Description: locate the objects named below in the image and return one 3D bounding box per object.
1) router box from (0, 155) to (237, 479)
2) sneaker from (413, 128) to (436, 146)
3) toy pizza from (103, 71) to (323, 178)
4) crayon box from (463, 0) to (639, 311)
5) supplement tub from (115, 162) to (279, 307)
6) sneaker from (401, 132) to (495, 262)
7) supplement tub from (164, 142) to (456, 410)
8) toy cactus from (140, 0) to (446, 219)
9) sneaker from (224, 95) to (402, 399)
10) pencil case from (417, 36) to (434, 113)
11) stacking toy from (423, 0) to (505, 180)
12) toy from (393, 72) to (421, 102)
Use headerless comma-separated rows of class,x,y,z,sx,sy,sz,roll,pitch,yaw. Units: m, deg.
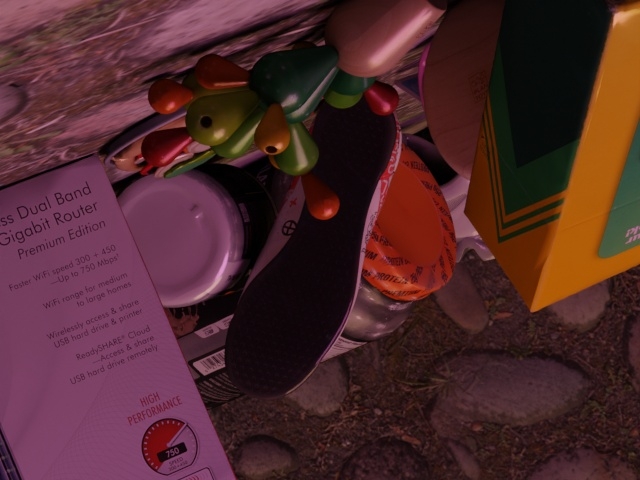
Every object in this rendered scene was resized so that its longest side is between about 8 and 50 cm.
router box,-0.252,0.140,1.361,0.335,0.301,0.082,-23,178,-22
sneaker,0.102,-0.083,2.466,0.090,0.081,0.232,-17,167,-45
toy pizza,-0.058,-0.086,1.415,0.201,0.032,0.201,-23,178,-1
crayon box,0.282,-0.137,1.252,0.363,0.106,0.313,-22,152,-17
supplement tub,-0.102,-0.007,1.697,0.117,0.117,0.190,-24,177,15
sneaker,0.058,-0.063,2.260,0.330,0.146,0.122,-1,-146,25
supplement tub,-0.046,0.031,1.984,0.338,0.207,0.207,-25,177,32
toy cactus,0.001,-0.094,1.207,0.180,0.112,0.219,-35,164,27
sneaker,0.001,0.000,1.675,0.090,0.270,0.145,20,-173,3
pencil case,0.217,-0.153,1.606,0.284,0.124,0.124,-23,178,-28
stacking toy,0.240,-0.113,1.483,0.330,0.141,0.141,-3,165,-38
toy,0.196,-0.152,1.719,0.237,0.137,0.056,-20,135,-40
